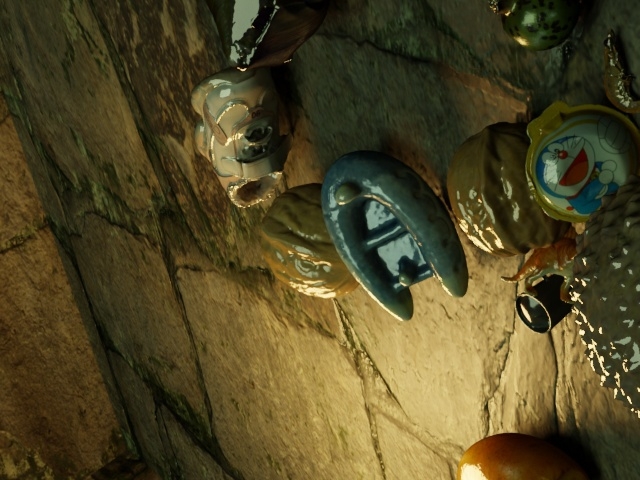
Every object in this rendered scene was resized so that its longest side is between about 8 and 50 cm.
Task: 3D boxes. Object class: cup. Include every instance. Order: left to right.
[{"bbox_3d":[0.373,0.093,1.938,0.078,0.077,0.100,6,124,55],"label":"cup"}]

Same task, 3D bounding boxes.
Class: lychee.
[{"bbox_3d":[0.506,0.061,1.417,0.432,0.380,0.380,-40,83,39],"label":"lychee"}]

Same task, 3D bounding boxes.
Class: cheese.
[{"bbox_3d":[0.401,-0.084,1.669,0.270,0.177,0.069,47,-172,-13],"label":"cheese"}]

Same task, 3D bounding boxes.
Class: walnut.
[{"bbox_3d":[0.000,0.000,2.297,0.261,0.225,0.225,28,140,43],"label":"walnut"},{"bbox_3d":[0.292,-0.081,1.786,0.213,0.213,0.213,38,146,32],"label":"walnut"}]

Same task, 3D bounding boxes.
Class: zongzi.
[{"bbox_3d":[-0.079,-0.557,1.932,0.432,0.207,0.403,-46,67,43],"label":"zongzi"}]

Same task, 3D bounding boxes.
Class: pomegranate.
[{"bbox_3d":[0.283,-0.324,1.601,0.122,0.161,0.122,-172,90,-71],"label":"pomegranate"}]

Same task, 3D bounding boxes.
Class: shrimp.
[{"bbox_3d":[0.422,-0.231,1.600,0.091,0.025,0.127,15,134,51],"label":"shrimp"}]

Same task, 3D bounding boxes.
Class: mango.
[{"bbox_3d":[0.373,0.466,2.221,0.350,0.201,0.199,171,106,-68],"label":"mango"}]

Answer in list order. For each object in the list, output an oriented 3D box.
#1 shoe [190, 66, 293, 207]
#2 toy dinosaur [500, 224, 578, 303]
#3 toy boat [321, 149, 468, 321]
[{"bbox_3d":[-0.140,-0.214,2.327,0.198,0.171,0.351,59,165,17],"label":"shoe"},{"bbox_3d":[0.368,0.022,1.844,0.212,0.057,0.142,15,98,43],"label":"toy dinosaur"},{"bbox_3d":[0.120,-0.007,2.094,0.215,0.123,0.330,-23,100,30],"label":"toy boat"}]
